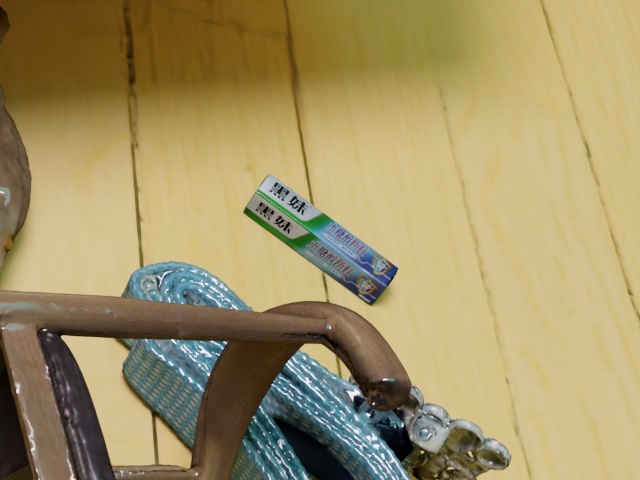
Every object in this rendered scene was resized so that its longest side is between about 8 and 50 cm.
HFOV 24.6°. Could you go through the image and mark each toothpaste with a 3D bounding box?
[{"bbox_3d":[0.000,0.000,0.753,0.083,0.020,0.017,36,49,-1],"label":"toothpaste"}]

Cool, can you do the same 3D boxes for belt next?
[{"bbox_3d":[-0.013,0.073,0.659,0.179,0.065,0.100,44,55,7],"label":"belt"}]

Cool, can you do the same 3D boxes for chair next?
[{"bbox_3d":[-0.106,0.113,0.484,0.272,0.188,0.166,-3,61,-30],"label":"chair"}]

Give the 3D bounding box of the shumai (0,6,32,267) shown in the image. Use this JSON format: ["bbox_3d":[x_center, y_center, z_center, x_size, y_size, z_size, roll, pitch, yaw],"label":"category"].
[{"bbox_3d":[-0.199,-0.066,0.618,0.201,0.120,0.201,19,46,-20],"label":"shumai"}]
